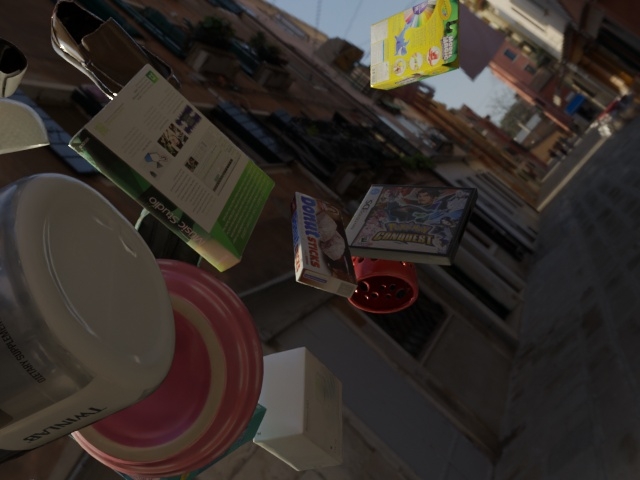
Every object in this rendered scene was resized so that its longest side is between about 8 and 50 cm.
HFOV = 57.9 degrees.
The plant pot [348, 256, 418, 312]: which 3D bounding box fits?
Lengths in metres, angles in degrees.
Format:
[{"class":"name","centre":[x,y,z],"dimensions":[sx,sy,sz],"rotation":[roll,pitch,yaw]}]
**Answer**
[{"class":"plant pot","centre":[0.163,0.077,1.566],"dimensions":[0.191,0.191,0.174],"rotation":[120,159,-46]}]

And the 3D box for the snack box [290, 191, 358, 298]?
[{"class":"snack box","centre":[0.000,0.000,0.678],"dimensions":[0.178,0.064,0.022],"rotation":[-99,31,-59]}]

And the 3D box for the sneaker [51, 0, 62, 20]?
[{"class":"sneaker","centre":[-0.607,-0.545,1.511],"dimensions":[0.225,0.092,0.088],"rotation":[45,-121,-70]}]

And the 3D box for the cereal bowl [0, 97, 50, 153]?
[{"class":"cereal bowl","centre":[-0.803,-0.255,1.300],"dimensions":[0.339,0.141,0.339],"rotation":[-9,13,2]}]

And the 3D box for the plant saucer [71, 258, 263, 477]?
[{"class":"plant saucer","centre":[-0.254,0.193,0.866],"dimensions":[0.332,0.332,0.084],"rotation":[-49,-6,1]}]

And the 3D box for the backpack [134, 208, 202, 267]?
[{"class":"backpack","centre":[-0.335,0.004,1.278],"dimensions":[0.144,0.165,0.188],"rotation":[-103,35,-64]}]

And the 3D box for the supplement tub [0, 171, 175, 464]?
[{"class":"supplement tub","centre":[-0.297,0.094,0.467],"dimensions":[0.316,0.194,0.193],"rotation":[-26,-8,9]}]

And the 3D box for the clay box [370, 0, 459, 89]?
[{"class":"clay box","centre":[0.184,-0.370,1.090],"dimensions":[0.053,0.127,0.222],"rotation":[-1,2,-37]}]

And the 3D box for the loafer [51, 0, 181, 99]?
[{"class":"loafer","centre":[-0.480,-0.423,1.311],"dimensions":[0.134,0.366,0.130],"rotation":[-54,-12,-28]}]

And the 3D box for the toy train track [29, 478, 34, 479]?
[{"class":"toy train track","centre":[-0.440,0.382,0.850],"dimensions":[0.083,0.048,0.014],"rotation":[-22,-18,15]}]

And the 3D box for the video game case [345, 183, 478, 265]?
[{"class":"video game case","centre":[0.206,-0.046,1.368],"dimensions":[0.248,0.274,0.035],"rotation":[-58,-39,-41]}]

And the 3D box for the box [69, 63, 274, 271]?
[{"class":"box","centre":[-0.236,-0.128,1.008],"dimensions":[0.058,0.322,0.232],"rotation":[-32,25,35]}]

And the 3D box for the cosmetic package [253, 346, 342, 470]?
[{"class":"cosmetic package","centre":[-0.048,0.426,1.458],"dimensions":[0.138,0.224,0.225],"rotation":[-18,-43,21]}]

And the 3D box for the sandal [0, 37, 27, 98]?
[{"class":"sandal","centre":[-0.568,-0.327,1.038],"dimensions":[0.076,0.102,0.265],"rotation":[8,-35,-25]}]

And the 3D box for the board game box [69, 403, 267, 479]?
[{"class":"board game box","centre":[-0.290,0.329,1.105],"dimensions":[0.079,0.253,0.336],"rotation":[-66,-19,9]}]
